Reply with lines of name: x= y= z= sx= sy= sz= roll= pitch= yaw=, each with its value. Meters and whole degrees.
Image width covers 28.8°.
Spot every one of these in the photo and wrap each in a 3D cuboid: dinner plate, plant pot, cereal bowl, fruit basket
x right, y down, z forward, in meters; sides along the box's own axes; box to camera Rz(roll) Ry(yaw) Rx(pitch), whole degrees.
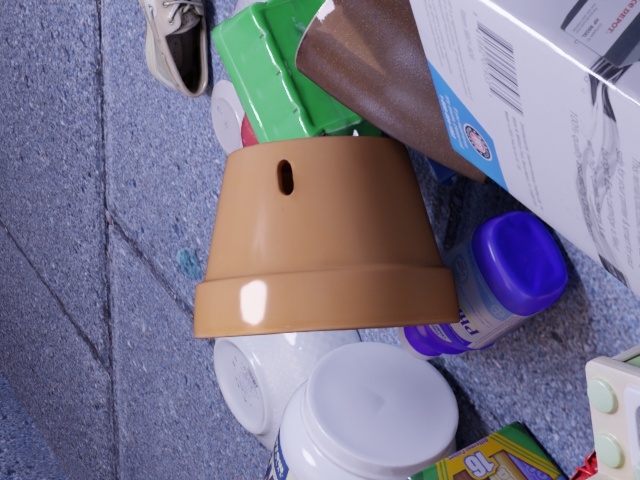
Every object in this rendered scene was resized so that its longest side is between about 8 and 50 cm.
dinner plate: x=-0.140 y=-0.180 z=1.943 sx=0.141 sy=0.017 sz=0.141 roll=37 pitch=136 yaw=47
plant pot: x=0.000 y=0.000 z=1.372 sx=0.291 sy=0.291 sz=0.203 roll=-12 pitch=81 yaw=62
plant pot: x=0.130 y=-0.177 z=1.306 sx=0.230 sy=0.215 sz=0.215 roll=46 pitch=147 yaw=10
cereal bowl: x=-0.067 y=0.198 z=1.924 sx=0.339 sy=0.141 sz=0.339 roll=40 pitch=140 yaw=45
fruit basket: x=-0.034 y=-0.180 z=1.657 sx=0.353 sy=0.165 sz=0.327 roll=120 pitch=127 yaw=-74

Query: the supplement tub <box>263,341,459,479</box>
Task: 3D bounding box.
supplement tub: x=0.047 y=0.315 z=1.683 sx=0.235 sy=0.235 sz=0.325 roll=51 pitch=143 yaw=32

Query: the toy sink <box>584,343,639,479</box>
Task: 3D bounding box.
toy sink: x=0.330 y=0.164 z=1.102 sx=0.153 sy=0.234 sz=0.131 roll=17 pitch=122 yaw=57

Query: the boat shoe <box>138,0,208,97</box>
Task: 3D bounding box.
boat shoe: x=-0.216 y=-0.352 z=1.880 sx=0.098 sy=0.109 sz=0.302 roll=40 pitch=145 yaw=35

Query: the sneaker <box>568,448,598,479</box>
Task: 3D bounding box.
sneaker: x=0.307 y=0.238 z=1.300 sx=0.087 sy=0.128 sz=0.221 roll=40 pitch=140 yaw=43

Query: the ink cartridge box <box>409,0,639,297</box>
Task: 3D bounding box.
ink cartridge box: x=0.267 y=-0.100 z=1.004 sx=0.395 sy=0.166 sz=0.285 roll=44 pitch=168 yaw=35

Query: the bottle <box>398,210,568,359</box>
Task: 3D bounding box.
bottle: x=0.176 y=0.067 z=1.459 sx=0.118 sy=0.092 sz=0.283 roll=63 pitch=151 yaw=11

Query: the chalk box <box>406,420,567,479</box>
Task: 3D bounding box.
chalk box: x=0.234 y=0.398 z=1.475 sx=0.289 sy=0.179 sz=0.180 roll=51 pitch=147 yaw=31

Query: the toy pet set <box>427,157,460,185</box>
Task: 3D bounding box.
toy pet set: x=0.134 y=-0.122 z=1.444 sx=0.114 sy=0.065 sz=0.122 roll=63 pitch=152 yaw=13
